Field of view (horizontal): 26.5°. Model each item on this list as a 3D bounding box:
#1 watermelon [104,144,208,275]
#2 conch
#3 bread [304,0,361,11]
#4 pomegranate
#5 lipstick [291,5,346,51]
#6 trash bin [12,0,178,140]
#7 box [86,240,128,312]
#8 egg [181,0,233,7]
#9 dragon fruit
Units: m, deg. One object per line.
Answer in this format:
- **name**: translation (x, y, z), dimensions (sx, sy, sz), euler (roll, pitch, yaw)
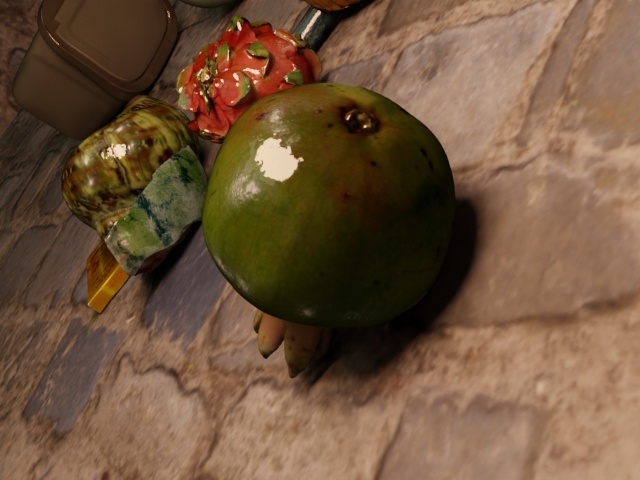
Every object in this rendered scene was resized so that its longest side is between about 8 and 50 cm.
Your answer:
- **watermelon**: translation (-0.180, -0.014, 1.540), dimensions (0.187, 0.071, 0.139), euler (-55, -2, -41)
- **conch**: translation (-0.218, -0.079, 1.633), dimensions (0.124, 0.187, 0.182), euler (29, 98, 32)
- **bread**: translation (0.014, -0.354, 1.473), dimensions (0.199, 0.104, 0.199), euler (-10, 73, 34)
- **pomegranate**: translation (-0.001, -0.001, 0.982), dimensions (0.187, 0.187, 0.225), euler (-83, 7, -54)
- **lipstick**: translation (0.023, -0.279, 1.543), dimensions (0.234, 0.053, 0.053), euler (-56, 19, 8)
- **trash bin**: translation (-0.389, -0.309, 2.266), dimensions (0.250, 0.219, 0.220), euler (-38, 22, 52)
- **box**: translation (-0.260, 0.025, 1.702), dimensions (0.089, 0.022, 0.156), euler (-50, 20, 8)
- **egg**: translation (-0.165, -0.442, 2.033), dimensions (0.169, 0.169, 0.236), euler (-42, 25, 29)
- **dragon fruit**: translation (-0.064, -0.162, 1.440), dimensions (0.137, 0.135, 0.236), euler (-46, 1, 20)
